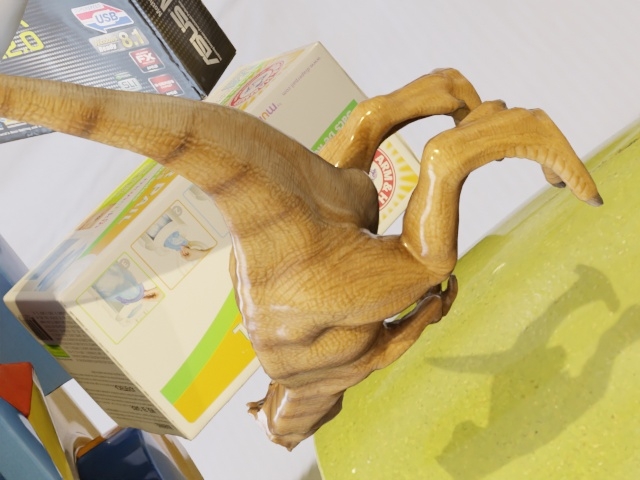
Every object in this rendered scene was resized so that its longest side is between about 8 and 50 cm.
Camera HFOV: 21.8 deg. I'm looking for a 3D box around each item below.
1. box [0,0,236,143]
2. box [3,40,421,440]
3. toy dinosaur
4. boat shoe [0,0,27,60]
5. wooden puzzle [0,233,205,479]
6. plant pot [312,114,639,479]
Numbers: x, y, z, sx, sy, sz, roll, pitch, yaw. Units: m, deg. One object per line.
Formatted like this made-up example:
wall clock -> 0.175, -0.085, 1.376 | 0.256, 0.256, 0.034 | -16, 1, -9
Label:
box -> -0.230, -0.188, 1.321 | 0.270, 0.216, 0.060 | -7, 41, 39
box -> -0.055, -0.002, 0.910 | 0.203, 0.103, 0.114 | -47, 17, -20
toy dinosaur -> 0.000, 0.000, 0.376 | 0.112, 0.211, 0.064 | -39, 61, -9
boat shoe -> -0.167, -0.084, 0.567 | 0.096, 0.088, 0.267 | 55, 143, 16
wooden puzzle -> -0.145, 0.126, 0.935 | 0.080, 0.322, 0.348 | -35, 22, 2
plant pot -> 0.189, 0.044, 0.749 | 0.293, 0.275, 0.274 | -54, 39, 23
